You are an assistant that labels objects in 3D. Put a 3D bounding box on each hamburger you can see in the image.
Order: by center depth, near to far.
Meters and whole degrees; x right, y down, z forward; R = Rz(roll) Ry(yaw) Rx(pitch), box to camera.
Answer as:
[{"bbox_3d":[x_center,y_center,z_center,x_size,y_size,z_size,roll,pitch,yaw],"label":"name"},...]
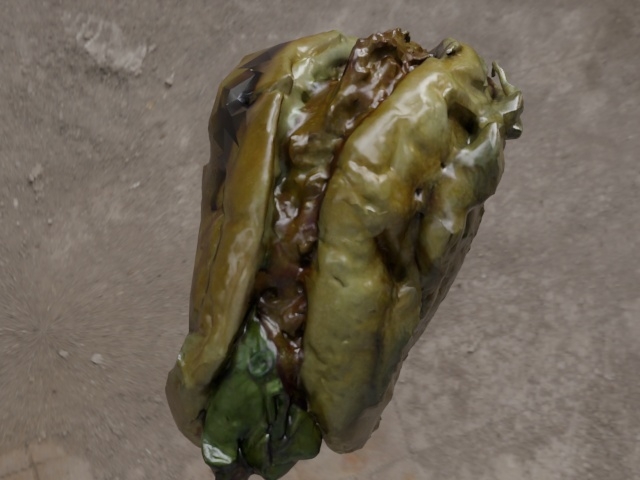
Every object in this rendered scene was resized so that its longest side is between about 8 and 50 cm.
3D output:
[{"bbox_3d":[0.000,0.000,0.454,0.130,0.183,0.206,25,100,11],"label":"hamburger"}]
